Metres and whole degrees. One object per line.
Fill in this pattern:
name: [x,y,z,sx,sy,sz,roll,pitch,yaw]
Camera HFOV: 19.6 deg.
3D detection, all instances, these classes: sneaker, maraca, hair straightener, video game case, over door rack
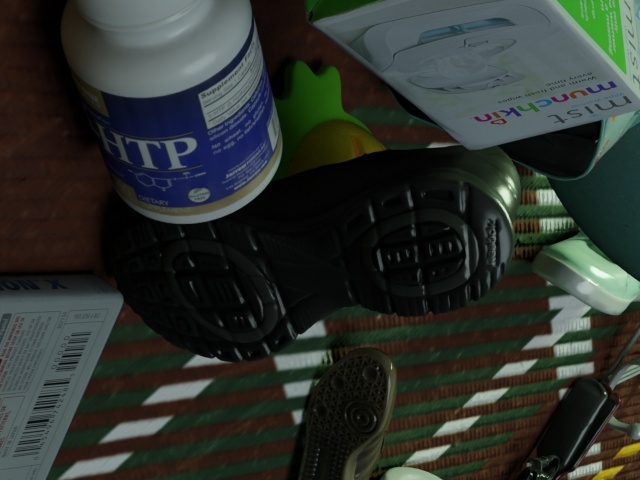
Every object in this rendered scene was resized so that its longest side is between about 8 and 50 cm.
sneaker: [0.026,0.155,1.555,0.071,0.066,0.188,-39,155,-54]
maraca: [0.003,-0.037,1.293,0.127,0.099,0.186,-50,129,-36]
hair straightener: [0.218,0.236,1.903,0.230,0.047,0.089,-52,149,5]
sneaker: [0.000,0.000,1.196,0.130,0.286,0.109,-55,133,-58]
video game case: [-0.292,0.168,1.152,0.300,0.036,0.329,0,121,-53]
over door rack: [0.430,0.047,1.932,0.239,0.108,0.324,-20,135,-44]
sneaker: [0.288,-0.018,1.693,0.256,0.094,0.151,-4,124,-57]

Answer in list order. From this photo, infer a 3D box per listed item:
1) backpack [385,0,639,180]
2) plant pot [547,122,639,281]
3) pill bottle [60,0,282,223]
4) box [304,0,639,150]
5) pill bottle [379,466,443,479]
backpack: [0.149,-0.140,1.293,0.144,0.188,0.166,-33,142,-30]
plant pot: [0.272,-0.112,1.444,0.195,0.290,0.290,23,103,-30]
pill bottle: [-0.090,-0.107,1.079,0.112,0.112,0.187,-41,146,-20]
box: [0.084,-0.215,1.069,0.231,0.126,0.262,31,51,-58]
pill bottle: [0.068,0.292,1.705,0.086,0.086,0.152,-4,123,-52]
